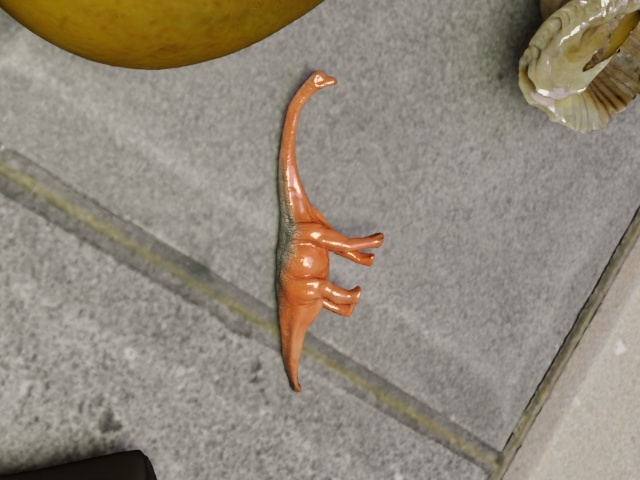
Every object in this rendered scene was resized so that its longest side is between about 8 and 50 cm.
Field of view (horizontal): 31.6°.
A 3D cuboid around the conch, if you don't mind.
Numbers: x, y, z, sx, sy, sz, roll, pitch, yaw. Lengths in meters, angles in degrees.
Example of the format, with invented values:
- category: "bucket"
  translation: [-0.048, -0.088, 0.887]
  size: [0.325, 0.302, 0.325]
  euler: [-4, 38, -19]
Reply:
- category: "conch"
  translation: [0.275, -0.245, 0.988]
  size: [0.324, 0.186, 0.263]
  euler: [-41, 135, -1]

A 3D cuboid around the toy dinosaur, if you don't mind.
- category: "toy dinosaur"
  translation: [0.001, 0.001, 0.954]
  size: [0.101, 0.055, 0.279]
  euler: [11, 99, -8]

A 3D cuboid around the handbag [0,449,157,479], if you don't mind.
- category: "handbag"
  translation: [-0.241, 0.306, 0.856]
  size: [0.257, 0.113, 0.285]
  euler: [-4, 110, -23]

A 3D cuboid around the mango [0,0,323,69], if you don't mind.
- category: "mango"
  translation: [-0.071, -0.260, 0.770]
  size: [0.378, 0.221, 0.263]
  euler: [-20, 104, -35]
